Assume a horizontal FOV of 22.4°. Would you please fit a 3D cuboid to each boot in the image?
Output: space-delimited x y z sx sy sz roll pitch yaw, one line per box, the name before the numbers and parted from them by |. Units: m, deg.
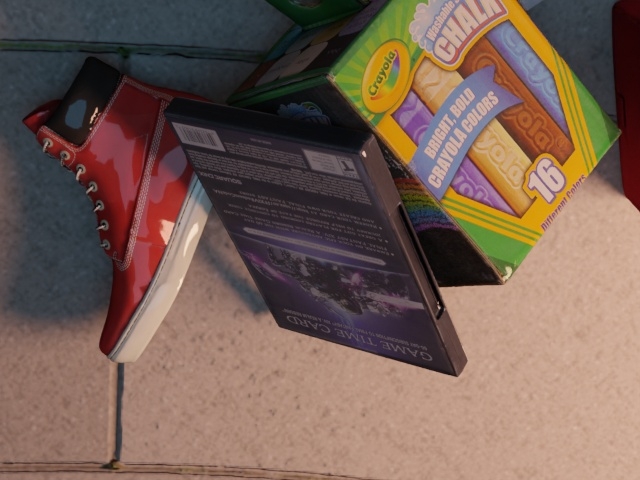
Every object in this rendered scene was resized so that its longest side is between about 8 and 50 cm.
boot | -0.189 -0.027 1.392 0.176 0.088 0.244 19 98 -11

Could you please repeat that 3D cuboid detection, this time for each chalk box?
chalk box | 0.062 -0.122 1.302 0.289 0.180 0.179 50 65 -19

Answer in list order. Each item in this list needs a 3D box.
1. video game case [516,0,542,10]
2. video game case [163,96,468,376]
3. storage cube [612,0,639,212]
video game case | 0.194 -0.319 1.361 0.173 0.022 0.190 -34 108 6
video game case | 0.000 0.000 1.324 0.026 0.196 0.274 -56 140 -27
storage cube | 0.362 -0.107 1.360 0.184 0.193 0.215 -8 110 -3
